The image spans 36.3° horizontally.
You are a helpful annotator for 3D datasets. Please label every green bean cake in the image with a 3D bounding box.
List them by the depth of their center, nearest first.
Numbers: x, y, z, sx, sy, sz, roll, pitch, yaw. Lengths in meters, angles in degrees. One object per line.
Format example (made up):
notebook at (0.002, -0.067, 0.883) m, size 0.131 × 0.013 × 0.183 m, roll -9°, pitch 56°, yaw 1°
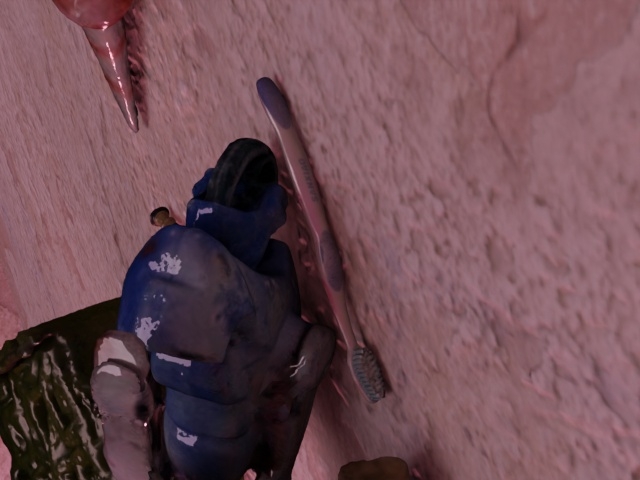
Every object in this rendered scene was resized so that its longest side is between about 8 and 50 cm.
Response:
green bean cake at (-0.283, 0.258, 1.275) m, size 0.335 × 0.218 × 0.319 m, roll -34°, pitch 80°, yaw 52°

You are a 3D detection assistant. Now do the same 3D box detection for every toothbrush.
toothbrush at (0.000, 0.000, 0.761) m, size 0.027 × 0.021 × 0.269 m, roll -18°, pitch 92°, yaw 54°

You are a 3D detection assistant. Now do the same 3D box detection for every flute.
flute at (-0.130, 0.017, 1.053) m, size 0.233 × 0.027 × 0.027 m, roll 39°, pitch 142°, yaw 51°

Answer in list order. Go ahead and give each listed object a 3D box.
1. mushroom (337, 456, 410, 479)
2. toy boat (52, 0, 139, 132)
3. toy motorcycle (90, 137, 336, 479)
mushroom at (0.013, 0.316, 0.783) m, size 0.218 × 0.211 × 0.292 m, roll 67°, pitch 149°, yaw 18°
toy boat at (-0.230, -0.242, 1.026) m, size 0.282 × 0.096 × 0.206 m, roll 81°, pitch 164°, yaw -54°
toy motorcycle at (-0.076, 0.098, 0.798) m, size 0.241 × 0.181 × 0.319 m, roll -95°, pitch 3°, yaw -53°
